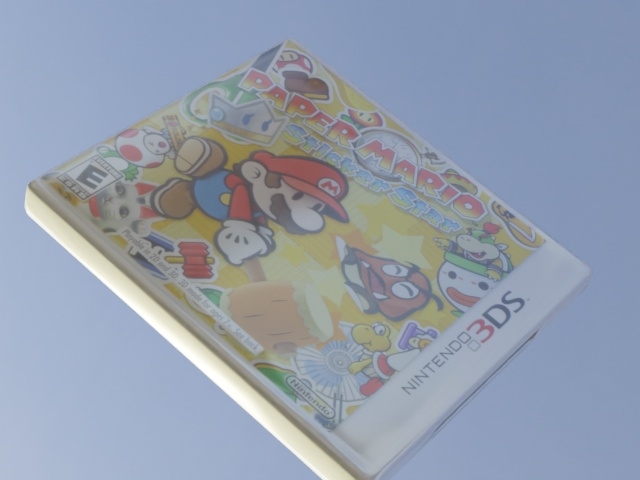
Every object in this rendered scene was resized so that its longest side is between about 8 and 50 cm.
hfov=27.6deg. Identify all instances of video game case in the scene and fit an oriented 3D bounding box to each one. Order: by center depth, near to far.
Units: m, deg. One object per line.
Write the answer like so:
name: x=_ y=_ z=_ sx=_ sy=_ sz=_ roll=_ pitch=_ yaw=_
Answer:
video game case: x=0.000 y=0.000 z=0.676 sx=0.227 sy=0.206 sz=0.026 roll=39 pitch=-42 yaw=17
